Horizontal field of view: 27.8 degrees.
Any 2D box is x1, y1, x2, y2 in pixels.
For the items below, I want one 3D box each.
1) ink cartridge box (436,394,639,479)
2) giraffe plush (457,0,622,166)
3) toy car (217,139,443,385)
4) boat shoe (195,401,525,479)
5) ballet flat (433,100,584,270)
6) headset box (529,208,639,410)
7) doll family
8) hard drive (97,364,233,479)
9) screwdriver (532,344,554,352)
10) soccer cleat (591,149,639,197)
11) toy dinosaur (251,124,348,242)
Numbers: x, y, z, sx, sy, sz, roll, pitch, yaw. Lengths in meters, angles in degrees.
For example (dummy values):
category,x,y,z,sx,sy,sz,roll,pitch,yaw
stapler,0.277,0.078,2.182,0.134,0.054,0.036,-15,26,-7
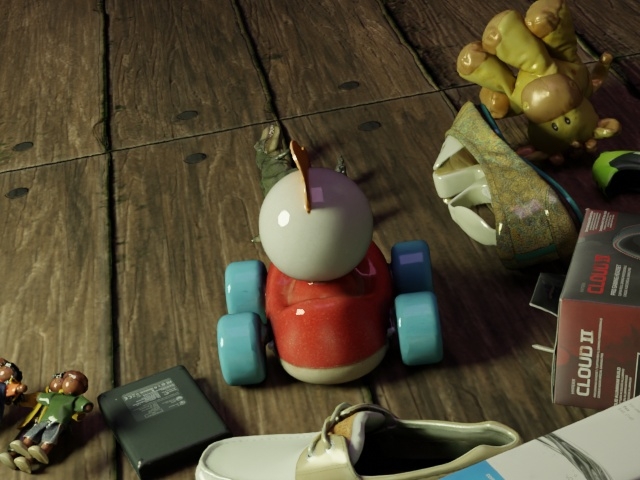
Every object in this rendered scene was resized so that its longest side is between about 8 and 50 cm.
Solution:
category,x,y,z,sx,sy,sz,roll,pitch,yaw
ink cartridge box,0.186,0.214,0.942,0.190,0.140,0.082,-18,31,-17
giraffe plush,0.290,-0.179,1.650,0.181,0.210,0.170,-41,31,30
toy car,0.000,0.000,1.290,0.219,0.238,0.210,-6,28,4
boat shoe,0.033,0.187,1.075,0.302,0.103,0.113,1,29,17
ballet flat,0.194,-0.067,1.506,0.123,0.123,0.348,-13,28,-8
headset box,0.338,0.067,1.159,0.293,0.110,0.218,6,24,16
doll family,-0.294,0.159,1.246,0.193,0.076,0.111,10,52,23
hard drive,-0.150,0.173,1.239,0.094,0.022,0.135,-19,29,-19
screwdriver,0.275,0.121,1.220,0.169,0.024,0.025,7,61,32
soccer cleat,0.415,-0.087,1.537,0.178,0.060,0.072,-13,37,6
toy dinosaur,-0.026,-0.070,1.624,0.118,0.064,0.268,-13,30,5
